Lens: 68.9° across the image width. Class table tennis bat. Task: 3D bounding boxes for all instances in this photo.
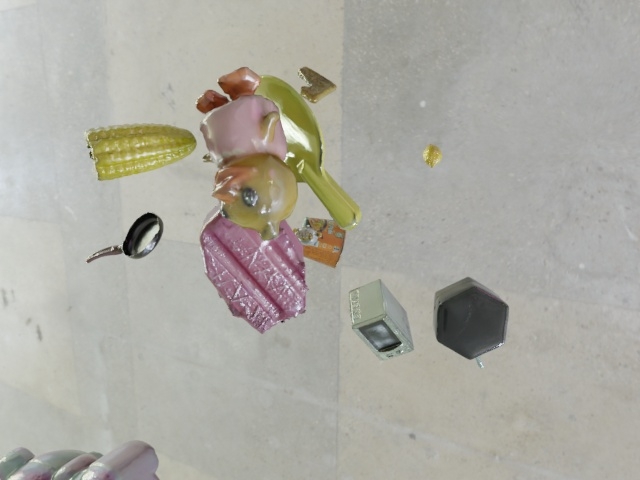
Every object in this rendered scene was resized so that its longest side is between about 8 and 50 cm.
[{"bbox_3d":[-0.041,-0.174,0.959,0.369,0.054,0.224,51,146,-1],"label":"table tennis bat"}]

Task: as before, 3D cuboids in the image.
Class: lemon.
[{"bbox_3d":[0.384,-0.290,1.605,0.065,0.065,0.093,-15,60,31],"label":"lemon"}]

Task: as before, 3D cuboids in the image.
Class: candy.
[{"bbox_3d":[-0.336,-0.178,0.887,0.106,0.198,0.094,41,141,55],"label":"candy"}]

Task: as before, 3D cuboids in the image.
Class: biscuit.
[{"bbox_3d":[-0.040,-0.633,1.898,0.174,0.183,0.039,34,139,6],"label":"biscuit"}]

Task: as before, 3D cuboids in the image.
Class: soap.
[{"bbox_3d":[-0.151,0.045,1.071,0.220,0.127,0.325,-32,118,4],"label":"soap"}]

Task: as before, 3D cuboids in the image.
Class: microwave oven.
[{"bbox_3d":[0.178,0.245,1.415,0.129,0.163,0.205,-25,130,18],"label":"microwave oven"}]

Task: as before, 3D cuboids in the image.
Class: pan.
[{"bbox_3d":[-0.441,0.012,1.062,0.212,0.040,0.115,-25,49,13],"label":"pan"}]

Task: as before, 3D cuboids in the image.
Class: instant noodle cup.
[{"bbox_3d":[0.000,0.000,2.074,0.182,0.230,0.231,12,109,-7],"label":"instant noodle cup"}]

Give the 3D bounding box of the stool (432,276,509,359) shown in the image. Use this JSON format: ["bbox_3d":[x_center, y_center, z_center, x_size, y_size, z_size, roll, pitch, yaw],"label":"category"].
[{"bbox_3d":[0.455,0.235,1.438,0.231,0.141,0.233,1,101,5],"label":"stool"}]

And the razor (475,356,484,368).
[{"bbox_3d":[0.561,0.389,1.712,0.211,0.035,0.084,67,168,-22],"label":"razor"}]

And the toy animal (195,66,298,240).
[{"bbox_3d":[-0.126,-0.136,0.830,0.195,0.169,0.282,-23,69,38],"label":"toy animal"}]

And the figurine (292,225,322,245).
[{"bbox_3d":[-0.046,-0.017,1.636,0.101,0.143,0.068,9,89,-16],"label":"figurine"}]

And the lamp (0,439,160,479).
[{"bbox_3d":[-0.401,0.453,0.732,0.300,0.247,0.247,-16,98,27],"label":"lamp"}]
